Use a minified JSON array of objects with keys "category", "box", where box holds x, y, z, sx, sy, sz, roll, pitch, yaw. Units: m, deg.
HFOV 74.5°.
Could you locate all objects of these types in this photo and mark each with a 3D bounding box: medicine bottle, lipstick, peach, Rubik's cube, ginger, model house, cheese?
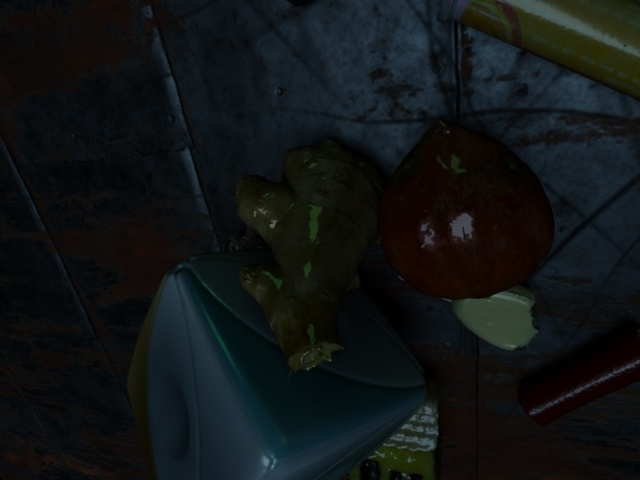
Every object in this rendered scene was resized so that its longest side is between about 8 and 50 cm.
[{"category":"medicine bottle","box":[0.359,-0.237,0.508,0.426,0.108,0.108,27,122,5]},{"category":"lipstick","box":[0.461,0.239,0.729,0.080,0.080,0.241,41,121,-3]},{"category":"peach","box":[0.194,-0.046,0.593,0.233,0.232,0.256,-4,133,22]},{"category":"Rubik's cube","box":[-0.088,0.243,0.714,0.352,0.352,0.347,55,127,33]},{"category":"ginger","box":[-0.018,-0.016,0.608,0.236,0.375,0.166,44,125,-14]},{"category":"model house","box":[0.154,0.374,0.876,0.194,0.175,0.234,0,105,21]},{"category":"cheese","box":[0.263,0.101,0.748,0.256,0.050,0.127,25,122,7]}]

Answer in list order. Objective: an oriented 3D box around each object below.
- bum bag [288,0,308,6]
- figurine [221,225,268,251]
[{"category":"bum bag","box":[-0.045,-0.484,0.553,0.137,0.074,0.309,8,120,13]},{"category":"figurine","box":[-0.143,0.008,0.855,0.129,0.054,0.072,-35,115,24]}]
